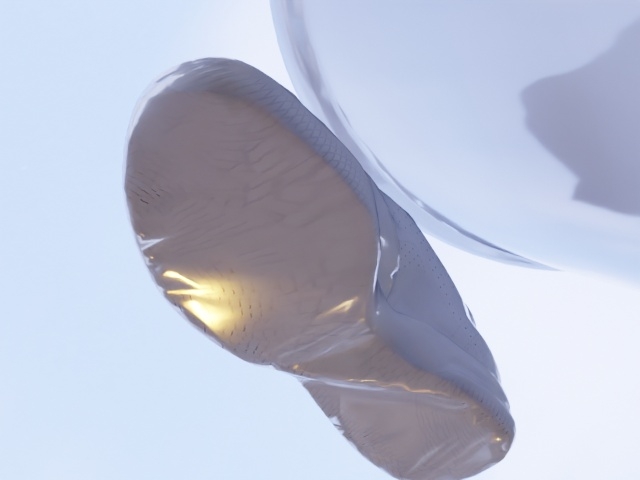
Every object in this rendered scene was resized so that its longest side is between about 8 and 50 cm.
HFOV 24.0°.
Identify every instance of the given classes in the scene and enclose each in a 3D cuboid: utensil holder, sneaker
[{"bbox_3d":[0.181,-0.126,0.590,0.327,0.385,0.328,-2,-83,-16],"label":"utensil holder"},{"bbox_3d":[0.000,0.000,0.543,0.212,0.080,0.094,52,-155,-40],"label":"sneaker"}]
